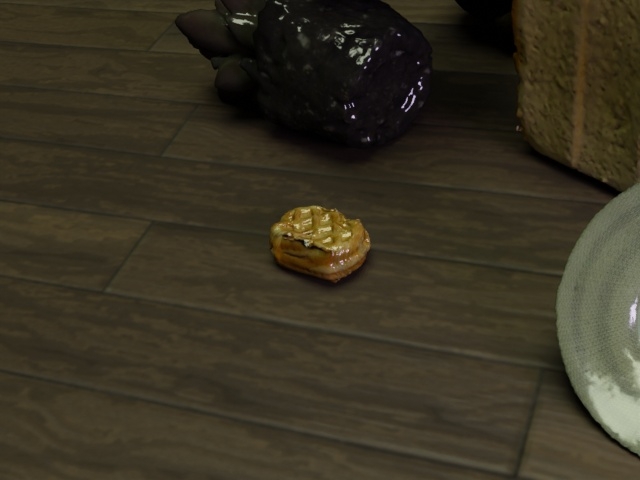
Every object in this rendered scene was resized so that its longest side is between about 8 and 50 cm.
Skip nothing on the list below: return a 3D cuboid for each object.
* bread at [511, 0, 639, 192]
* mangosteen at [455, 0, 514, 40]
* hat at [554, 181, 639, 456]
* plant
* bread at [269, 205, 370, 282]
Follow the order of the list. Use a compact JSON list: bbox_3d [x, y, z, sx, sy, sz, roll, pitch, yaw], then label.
[{"bbox_3d":[0.365,-0.227,1.043,0.279,0.279,0.207,-37,49,-25],"label":"bread"},{"bbox_3d":[0.264,-0.367,1.291,0.216,0.216,0.216,-6,40,5],"label":"mangosteen"},{"bbox_3d":[0.333,0.066,0.814,0.252,0.251,0.110,28,10,36],"label":"hat"},{"bbox_3d":[-0.023,-0.234,1.216,0.182,0.194,0.321,-25,45,-36],"label":"plant"},{"bbox_3d":[0.000,0.000,1.023,0.111,0.044,0.083,19,46,34],"label":"bread"}]
